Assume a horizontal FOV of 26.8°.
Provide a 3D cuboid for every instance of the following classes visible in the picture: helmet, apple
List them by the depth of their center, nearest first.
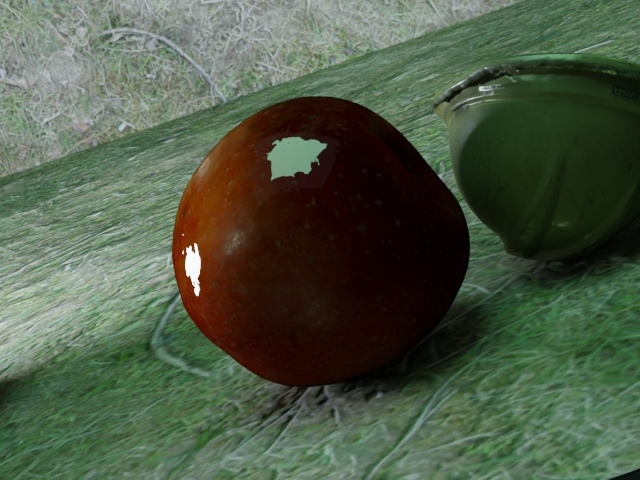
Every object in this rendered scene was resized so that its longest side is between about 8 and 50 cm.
[{"bbox_3d":[0.000,0.000,1.031,0.201,0.218,0.218,-44,5,22],"label":"apple"},{"bbox_3d":[0.186,-0.051,1.104,0.204,0.137,0.257,12,-10,-11],"label":"helmet"}]

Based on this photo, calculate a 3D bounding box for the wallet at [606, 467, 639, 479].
[{"bbox_3d":[0.307,0.094,0.525,0.406,0.062,0.228,-22,14,6],"label":"wallet"}]
